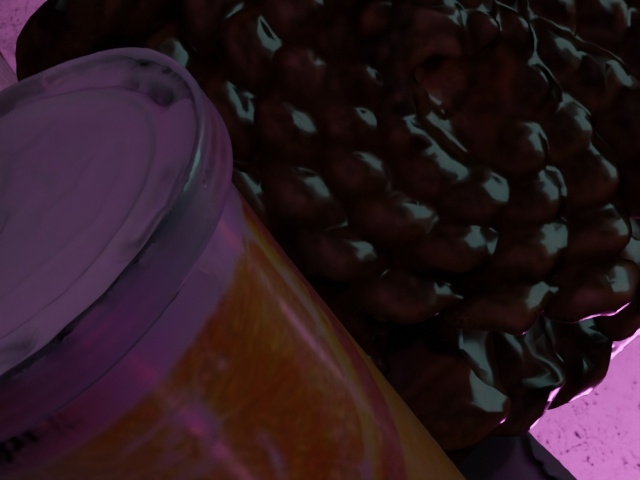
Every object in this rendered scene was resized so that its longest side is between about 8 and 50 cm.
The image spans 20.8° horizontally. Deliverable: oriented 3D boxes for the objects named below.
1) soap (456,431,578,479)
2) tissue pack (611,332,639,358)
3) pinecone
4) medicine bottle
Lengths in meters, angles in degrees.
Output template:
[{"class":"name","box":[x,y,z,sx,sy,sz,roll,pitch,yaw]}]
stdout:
[{"class":"soap","box":[0.148,0.254,0.918,0.261,0.156,0.446,51,-2,-34]},{"class":"tissue pack","box":[0.000,0.000,1.236,0.394,0.288,0.124,47,-6,38]},{"class":"pinecone","box":[0.005,-0.041,0.942,0.384,0.384,0.384,49,-2,3]},{"class":"medicine bottle","box":[0.041,0.134,0.484,0.426,0.108,0.108,51,-3,-34]}]
